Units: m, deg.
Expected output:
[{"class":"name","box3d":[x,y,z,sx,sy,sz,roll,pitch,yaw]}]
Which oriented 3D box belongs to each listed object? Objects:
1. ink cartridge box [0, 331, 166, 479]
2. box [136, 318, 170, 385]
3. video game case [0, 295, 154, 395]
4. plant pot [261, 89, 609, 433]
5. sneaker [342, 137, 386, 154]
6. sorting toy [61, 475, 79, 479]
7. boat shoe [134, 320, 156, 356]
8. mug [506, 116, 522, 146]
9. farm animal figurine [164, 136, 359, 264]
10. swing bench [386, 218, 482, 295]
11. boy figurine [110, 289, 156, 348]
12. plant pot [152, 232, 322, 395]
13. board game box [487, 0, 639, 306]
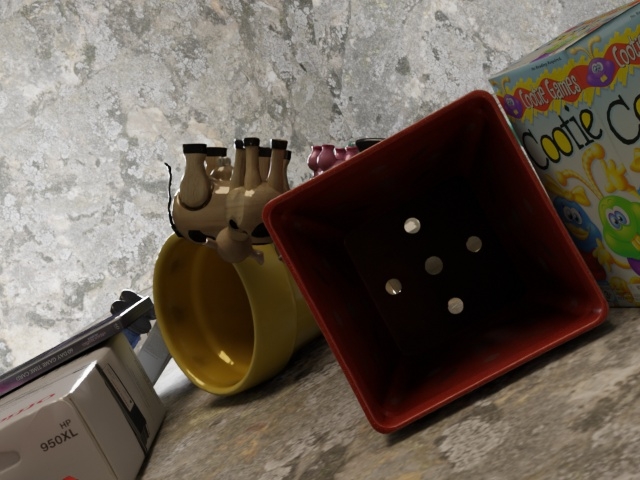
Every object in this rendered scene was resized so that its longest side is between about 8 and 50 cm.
[{"class":"ink cartridge box","box3d":[-0.404,0.300,1.529,0.285,0.166,0.395,-28,6,3]},{"class":"box","box3d":[-0.244,0.120,1.934,0.232,0.058,0.322,-57,5,40]},{"class":"video game case","box3d":[-0.408,0.175,1.693,0.274,0.026,0.196,-27,4,6]},{"class":"plant pot","box3d":[0.125,0.027,1.185,0.267,0.267,0.236,-28,-5,4]},{"class":"sneaker","box3d":[0.063,-0.103,1.572,0.098,0.083,0.223,-26,-2,-41]},{"class":"sorting toy","box3d":[-0.318,0.359,1.154,0.257,0.089,0.255,-32,9,-24]},{"class":"boat shoe","box3d":[-0.357,0.191,2.313,0.277,0.096,0.098,-33,8,-28]},{"class":"mug","box3d":[0.454,-0.241,2.204,0.157,0.097,0.129,-30,8,1]},{"class":"farm animal figurine","box3d":[-0.070,-0.036,1.380,0.326,0.172,0.330,5,2,34]},{"class":"swing bench","box3d":[0.169,-0.028,1.657,0.253,0.165,0.254,-31,3,-9]},{"class":"boy figurine","box3d":[-0.390,0.223,1.915,0.285,0.092,0.177,-53,6,25]},{"class":"plant pot","box3d":[-0.088,0.083,1.621,0.239,0.254,0.254,-15,-3,-41]},{"class":"board game box","box3d":[0.315,-0.085,1.068,0.142,0.275,0.144,-32,8,-20]}]
